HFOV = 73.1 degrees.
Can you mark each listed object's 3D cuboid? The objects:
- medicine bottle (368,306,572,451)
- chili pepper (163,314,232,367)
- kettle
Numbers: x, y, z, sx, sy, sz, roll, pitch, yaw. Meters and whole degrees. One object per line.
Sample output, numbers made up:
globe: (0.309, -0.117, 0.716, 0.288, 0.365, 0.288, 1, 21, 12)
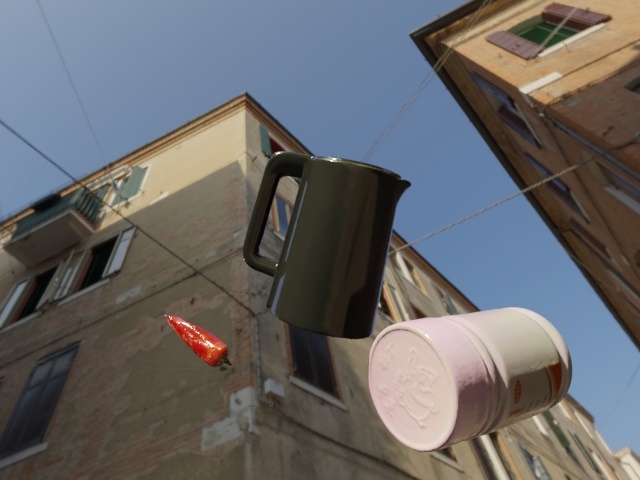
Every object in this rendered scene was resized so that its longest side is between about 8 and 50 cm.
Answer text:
medicine bottle: (0.263, 0.228, 0.755, 0.315, 0.202, 0.202, 0, -52, -33)
chili pepper: (-0.226, 0.174, 0.782, 0.045, 0.178, 0.027, -49, -30, -21)
kettle: (0.011, 0.002, 0.840, 0.203, 0.262, 0.308, 7, -84, -53)
